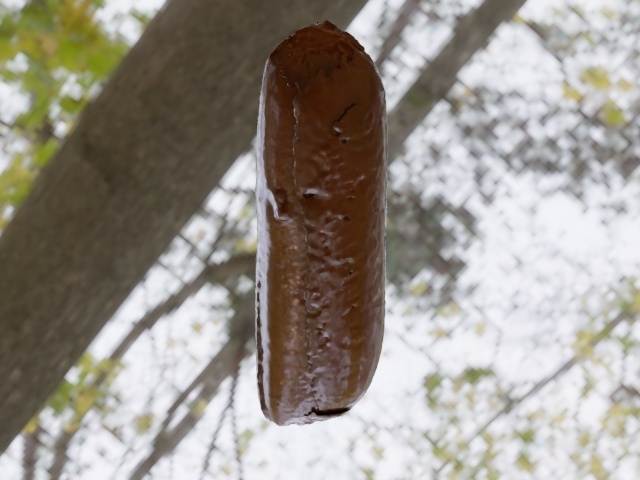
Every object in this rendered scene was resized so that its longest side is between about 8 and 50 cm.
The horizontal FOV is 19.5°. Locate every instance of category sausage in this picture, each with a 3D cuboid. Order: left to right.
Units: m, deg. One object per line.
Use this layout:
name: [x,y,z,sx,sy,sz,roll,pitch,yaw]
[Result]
sausage: [0.000,0.000,1.364,0.102,0.330,0.102,0,-149,0]
